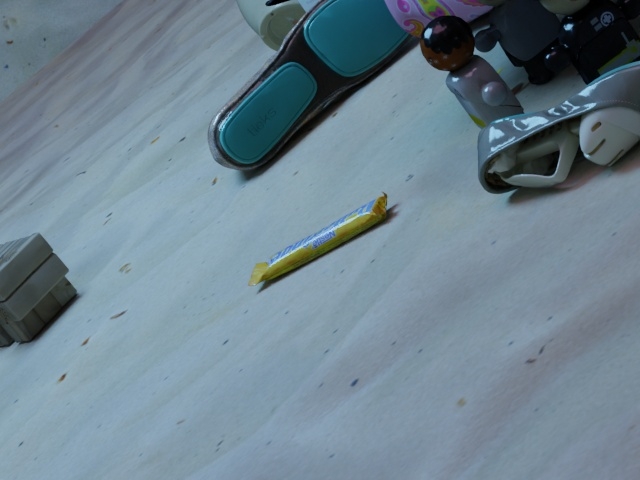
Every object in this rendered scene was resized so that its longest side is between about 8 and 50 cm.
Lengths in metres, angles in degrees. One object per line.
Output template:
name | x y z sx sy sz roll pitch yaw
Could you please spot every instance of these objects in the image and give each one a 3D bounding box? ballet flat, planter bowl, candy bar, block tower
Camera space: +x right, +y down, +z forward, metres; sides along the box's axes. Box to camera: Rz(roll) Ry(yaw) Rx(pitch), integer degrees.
ballet flat | 0.212 -0.083 1.477 0.213 0.072 0.068 -19 52 45
planter bowl | -0.034 -0.310 2.366 0.162 0.162 0.109 -27 47 29
ballet flat | -0.013 -0.202 2.116 0.316 0.107 0.106 -39 8 -10
candy bar | 0.000 0.000 1.719 0.161 0.018 0.040 -29 20 26
block tower | -0.420 0.074 2.204 0.335 0.091 0.097 -12 29 54

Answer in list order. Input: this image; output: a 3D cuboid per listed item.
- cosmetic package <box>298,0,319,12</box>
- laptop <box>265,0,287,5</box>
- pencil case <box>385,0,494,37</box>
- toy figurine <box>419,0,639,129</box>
cosmetic package | 0.071 -0.349 2.235 0.151 0.151 0.183 -20 24 39
laptop | 0.155 -0.436 1.750 0.382 0.236 0.407 -28 52 51
pencil case | 0.198 -0.312 1.973 0.284 0.124 0.124 -20 24 40
toy figurine | 0.202 -0.200 1.624 0.210 0.148 0.213 -21 24 40
